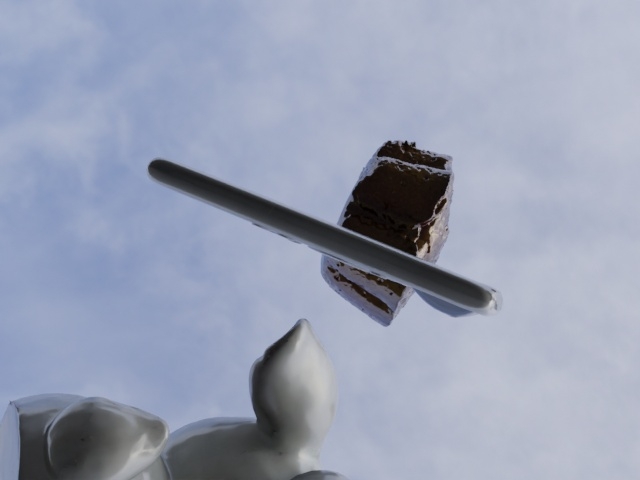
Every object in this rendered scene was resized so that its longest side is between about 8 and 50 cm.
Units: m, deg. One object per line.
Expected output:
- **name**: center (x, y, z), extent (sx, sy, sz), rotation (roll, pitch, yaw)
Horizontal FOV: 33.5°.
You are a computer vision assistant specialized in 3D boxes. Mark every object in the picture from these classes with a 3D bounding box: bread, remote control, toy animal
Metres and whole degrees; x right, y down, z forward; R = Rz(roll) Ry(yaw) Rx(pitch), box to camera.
- **bread**: center (0.091, -0.016, 1.347), extent (0.135, 0.247, 0.232), rotation (26, -102, 1)
- **remote control**: center (0.000, 0.000, 0.730), extent (0.260, 0.067, 0.029), rotation (22, -88, 16)
- **toy animal**: center (-0.079, 0.135, 0.560), extent (0.193, 0.179, 0.127), rotation (2, -134, -17)
